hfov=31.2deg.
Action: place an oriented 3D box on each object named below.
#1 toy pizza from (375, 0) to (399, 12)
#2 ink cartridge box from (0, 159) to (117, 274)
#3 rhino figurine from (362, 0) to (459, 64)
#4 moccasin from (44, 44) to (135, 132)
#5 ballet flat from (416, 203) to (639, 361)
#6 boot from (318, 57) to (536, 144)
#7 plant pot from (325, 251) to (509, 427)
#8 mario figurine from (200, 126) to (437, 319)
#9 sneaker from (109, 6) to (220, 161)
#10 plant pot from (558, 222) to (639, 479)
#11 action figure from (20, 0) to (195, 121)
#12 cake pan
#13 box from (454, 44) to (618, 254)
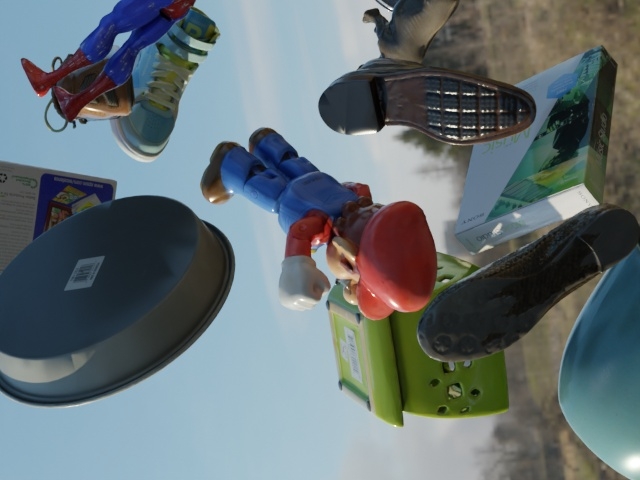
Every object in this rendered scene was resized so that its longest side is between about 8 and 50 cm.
[{"bbox_3d":[0.148,-0.469,1.899,0.032,0.201,0.201,-175,77,-72],"label":"toy pizza"},{"bbox_3d":[-0.490,0.029,1.876,0.303,0.072,0.307,9,-92,-45],"label":"ink cartridge box"},{"bbox_3d":[0.109,-0.280,1.585,0.073,0.243,0.106,-1,-142,-50],"label":"rhino figurine"},{"bbox_3d":[-0.386,-0.248,1.887,0.380,0.147,0.139,-128,33,-71],"label":"moccasin"},{"bbox_3d":[0.203,0.039,1.143,0.084,0.250,0.058,58,176,-17],"label":"ballet flat"},{"bbox_3d":[0.116,-0.155,1.164,0.106,0.219,0.082,-57,-33,-53],"label":"boot"},{"bbox_3d":[0.139,0.155,1.762,0.227,0.207,0.228,-156,56,-69],"label":"plant pot"},{"bbox_3d":[0.000,0.000,1.376,0.198,0.320,0.170,-47,-32,-12],"label":"mario figurine"},{"bbox_3d":[-0.279,-0.308,2.091,0.127,0.208,0.319,25,-132,-25],"label":"sneaker"},{"bbox_3d":[0.433,0.159,1.402,0.235,0.293,0.293,-56,10,26],"label":"plant pot"},{"bbox_3d":[-0.170,-0.254,1.123,0.139,0.280,0.091,62,-172,27],"label":"action figure"},{"bbox_3d":[-0.236,0.052,1.227,0.293,0.293,0.054,-85,-23,-50],"label":"cake pan"},{"bbox_3d":[0.335,-0.142,1.766,0.058,0.232,0.322,42,-136,-28],"label":"box"}]
